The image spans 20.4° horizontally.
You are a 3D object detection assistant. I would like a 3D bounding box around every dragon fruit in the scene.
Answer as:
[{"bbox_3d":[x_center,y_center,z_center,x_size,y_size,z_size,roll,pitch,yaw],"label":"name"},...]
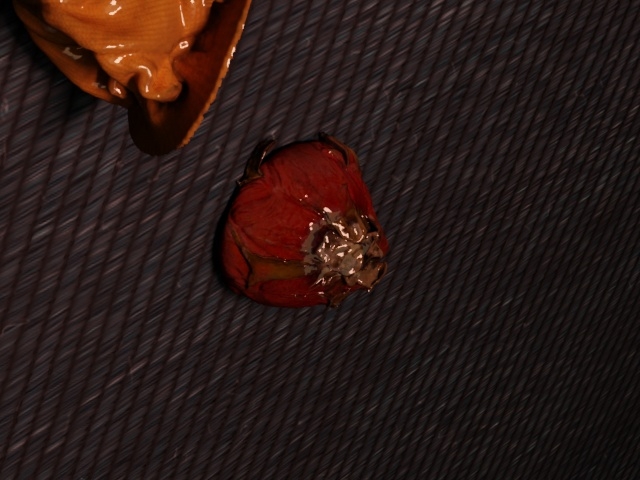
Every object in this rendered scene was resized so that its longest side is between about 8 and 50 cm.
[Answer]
[{"bbox_3d":[0.001,0.002,2.095,0.218,0.148,0.224,-9,126,-48],"label":"dragon fruit"}]

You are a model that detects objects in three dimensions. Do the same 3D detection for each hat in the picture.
[{"bbox_3d":[-0.218,-0.219,1.637,0.233,0.244,0.233,18,75,-28],"label":"hat"}]
